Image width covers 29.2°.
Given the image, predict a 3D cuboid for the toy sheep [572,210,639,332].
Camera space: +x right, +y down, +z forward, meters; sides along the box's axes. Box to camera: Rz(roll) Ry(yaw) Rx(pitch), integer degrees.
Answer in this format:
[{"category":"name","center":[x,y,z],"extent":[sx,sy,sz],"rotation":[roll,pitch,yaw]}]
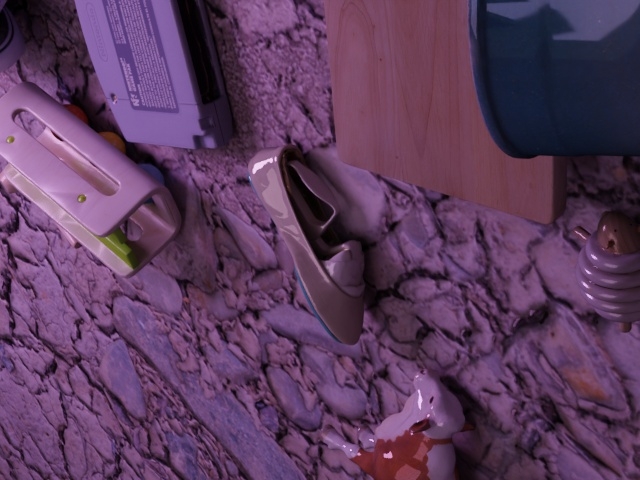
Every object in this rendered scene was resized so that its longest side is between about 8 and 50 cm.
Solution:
[{"category":"toy sheep","center":[0.272,0.029,1.113],"extent":[0.091,0.091,0.132],"rotation":[18,140,40]}]

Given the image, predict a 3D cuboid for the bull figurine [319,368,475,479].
[{"category":"bull figurine","center":[0.106,0.291,1.452],"extent":[0.188,0.101,0.310],"rotation":[12,120,48]}]

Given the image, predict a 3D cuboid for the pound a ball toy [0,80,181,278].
[{"category":"pound a ball toy","center":[-0.327,-0.085,1.682],"extent":[0.319,0.136,0.208],"rotation":[38,162,25]}]

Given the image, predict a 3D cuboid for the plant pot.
[{"category":"plant pot","center":[0.271,-0.178,0.852],"extent":[0.255,0.271,0.271],"rotation":[9,122,27]}]

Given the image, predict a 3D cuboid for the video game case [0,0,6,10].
[{"category":"video game case","center":[-0.507,-0.419,1.597],"extent":[0.329,0.036,0.300],"rotation":[42,109,20]}]

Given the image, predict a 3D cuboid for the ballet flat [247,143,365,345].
[{"category":"ballet flat","center":[0.000,0.000,1.400],"extent":[0.086,0.086,0.248],"rotation":[-29,91,52]}]

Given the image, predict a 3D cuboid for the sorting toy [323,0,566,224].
[{"category":"sorting toy","center":[0.129,-0.175,1.128],"extent":[0.255,0.089,0.257],"rotation":[20,127,39]}]

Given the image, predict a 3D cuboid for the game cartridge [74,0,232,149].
[{"category":"game cartridge","center":[-0.213,-0.258,1.480],"extent":[0.198,0.062,0.297],"rotation":[14,124,47]}]

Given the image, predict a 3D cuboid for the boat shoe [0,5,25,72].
[{"category":"boat shoe","center":[-0.540,-0.353,1.697],"extent":[0.335,0.121,0.119],"rotation":[41,163,24]}]
